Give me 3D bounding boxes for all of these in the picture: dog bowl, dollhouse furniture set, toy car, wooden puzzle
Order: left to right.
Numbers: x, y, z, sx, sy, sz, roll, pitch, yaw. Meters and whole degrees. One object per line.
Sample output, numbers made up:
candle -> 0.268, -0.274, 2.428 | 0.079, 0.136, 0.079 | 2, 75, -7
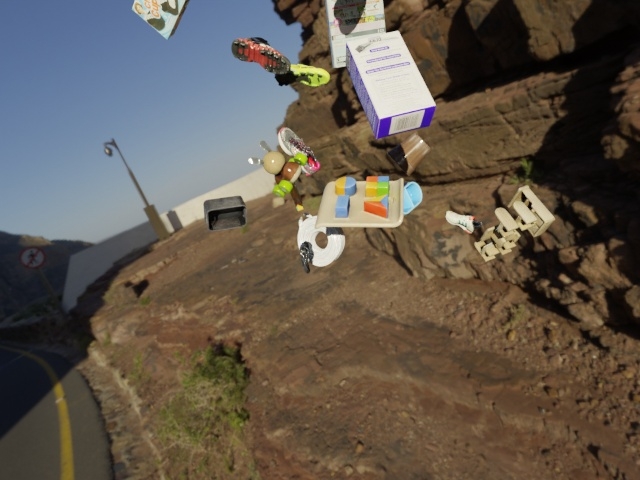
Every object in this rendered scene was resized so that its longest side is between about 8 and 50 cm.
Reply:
toy car -> -0.171, -0.283, 1.614 | 0.155, 0.188, 0.149 | -63, 17, -17
wooden puzzle -> 0.160, -0.170, 1.738 | 0.347, 0.081, 0.322 | -3, 38, 13
dog bowl -> 0.497, -0.243, 2.519 | 0.297, 0.166, 0.074 | -37, 14, -38
dollhouse furniture set -> 0.681, -0.074, 1.554 | 0.241, 0.161, 0.212 | -19, -29, -13

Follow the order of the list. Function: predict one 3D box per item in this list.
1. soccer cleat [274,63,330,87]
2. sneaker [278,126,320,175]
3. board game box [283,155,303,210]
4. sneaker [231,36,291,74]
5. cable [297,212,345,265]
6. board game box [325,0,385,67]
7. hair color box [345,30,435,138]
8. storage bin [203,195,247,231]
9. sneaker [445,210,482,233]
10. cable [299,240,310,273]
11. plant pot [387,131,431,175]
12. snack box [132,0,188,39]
soccer cleat -> -0.078, -0.760, 1.937 | 0.288, 0.093, 0.121 | 12, 62, 30
sneaker -> -0.108, -0.493, 2.328 | 0.121, 0.299, 0.112 | -49, 18, -23
board game box -> -0.139, -0.272, 1.965 | 0.039, 0.260, 0.124 | -23, 24, 4
sneaker -> -0.236, -0.798, 1.835 | 0.275, 0.098, 0.135 | 25, 44, 10
cable -> 0.000, 0.000, 2.210 | 0.256, 0.257, 0.089 | 18, 15, 24
board game box -> 0.143, -0.876, 1.740 | 0.223, 0.304, 0.097 | -8, 21, 1
hair color box -> 0.216, -0.506, 1.384 | 0.185, 0.339, 0.110 | -14, -23, -6
storage bin -> -0.432, -0.123, 1.948 | 0.180, 0.122, 0.084 | -10, 43, -20
sneaker -> 0.596, -0.089, 1.780 | 0.075, 0.161, 0.057 | -42, 25, 52
cable -> -0.072, 0.081, 2.110 | 0.047, 0.151, 0.184 | -8, 10, -8
plant pot -> 0.447, -0.434, 2.121 | 0.165, 0.167, 0.167 | -43, 7, 17
snack box -> -0.659, -1.038, 1.811 | 0.322, 0.187, 0.060 | -33, 24, 46
